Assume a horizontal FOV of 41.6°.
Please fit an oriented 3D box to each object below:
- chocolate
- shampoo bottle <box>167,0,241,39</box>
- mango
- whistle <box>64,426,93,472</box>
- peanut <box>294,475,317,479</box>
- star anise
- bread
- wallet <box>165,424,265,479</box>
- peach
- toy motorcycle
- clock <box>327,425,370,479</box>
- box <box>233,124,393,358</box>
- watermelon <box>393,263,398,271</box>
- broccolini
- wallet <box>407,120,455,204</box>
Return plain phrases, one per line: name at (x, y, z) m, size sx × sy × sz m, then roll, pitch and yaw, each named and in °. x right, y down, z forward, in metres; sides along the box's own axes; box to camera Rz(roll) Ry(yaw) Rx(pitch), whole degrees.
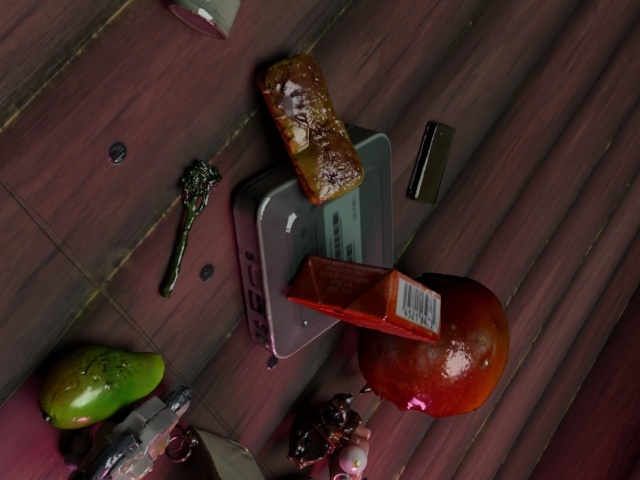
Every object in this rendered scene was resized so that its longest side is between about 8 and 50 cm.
chocolate at (0.095, 0.114, 1.651) m, size 0.237 × 0.234 × 0.108 m, roll 25°, pitch 77°, yaw -52°
shampoo bottle at (-0.150, -0.452, 1.349) m, size 0.118 × 0.087 × 0.234 m, roll 28°, pitch 84°, yaw -50°
mango at (-0.361, 0.232, 1.398) m, size 0.232 × 0.111 × 0.125 m, roll -18°, pitch 128°, yaw -45°
whistle at (-0.413, 0.352, 1.452) m, size 0.035 × 0.035 × 0.100 m, roll 25°, pitch 86°, yaw -54°
peanut at (-0.053, 0.624, 1.963) m, size 0.224 × 0.129 × 0.129 m, roll 1°, pitch 106°, yaw -60°
star anise at (0.007, 0.430, 1.947) m, size 0.190 × 0.126 × 0.220 m, roll -33°, pitch 162°, yaw -1°
bread at (-0.019, -0.205, 1.557) m, size 0.139 × 0.077 × 0.271 m, roll -29°, pitch 101°, yaw -34°
wallet at (-0.159, 0.509, 1.665) m, size 0.068 × 0.335 × 0.275 m, roll -38°, pitch 156°, yaw 7°
peach at (0.277, 0.234, 2.022) m, size 0.405 × 0.335 × 0.310 m, roll -8°, pitch 110°, yaw -46°
toy motorcycle at (-0.335, 0.364, 1.434) m, size 0.223 × 0.108 × 0.340 m, roll -50°, pitch 175°, yaw 11°
clock at (0.061, 0.544, 2.050) m, size 0.162 × 0.092 × 0.166 m, roll -77°, pitch -176°, yaw -69°
box at (0.001, 0.001, 1.745) m, size 0.396 × 0.111 × 0.396 m, roll -33°, pitch 132°, yaw -36°
watermelon at (0.144, 0.089, 2.001) m, size 0.110 × 0.078 × 0.078 m, roll -26°, pitch 126°, yaw -45°
broccolini at (-0.233, -0.016, 1.489) m, size 0.071 × 0.057 × 0.255 m, roll 14°, pitch 94°, yaw -11°
wallet at (0.274, -0.189, 2.068) m, size 0.110 × 0.031 × 0.198 m, roll 8°, pitch 100°, yaw -52°
